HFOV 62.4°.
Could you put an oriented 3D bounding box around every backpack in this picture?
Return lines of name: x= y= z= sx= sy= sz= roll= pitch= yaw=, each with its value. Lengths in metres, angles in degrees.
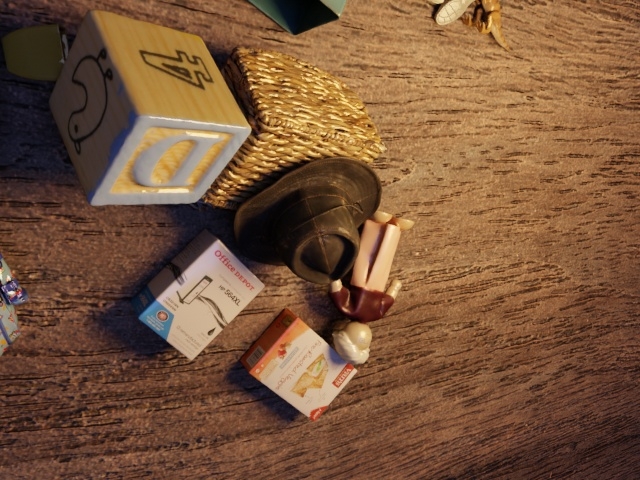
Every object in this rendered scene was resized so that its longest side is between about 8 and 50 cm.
backpack: x=-0.524 y=0.098 z=0.815 sx=0.117 sy=0.158 sz=0.173 roll=-37 pitch=118 yaw=-33

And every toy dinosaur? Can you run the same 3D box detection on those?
toy dinosaur: x=0.385 y=-0.499 z=1.187 sx=0.112 sy=0.064 sz=0.212 roll=-36 pitch=119 yaw=-16

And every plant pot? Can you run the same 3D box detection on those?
plant pot: x=-0.022 y=-0.516 z=0.906 sx=0.165 sy=0.165 sz=0.234 roll=28 pitch=83 yaw=-32
plant pot: x=-0.429 y=-0.282 z=0.800 sx=0.083 sy=0.081 sz=0.081 roll=-7 pitch=109 yaw=-15

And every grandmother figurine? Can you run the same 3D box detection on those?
grandmother figurine: x=0.102 y=0.107 z=1.179 sx=0.207 sy=0.104 sz=0.343 roll=14 pitch=90 yaw=-23

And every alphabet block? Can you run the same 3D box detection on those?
alphabet block: x=-0.256 y=-0.186 z=0.789 sx=0.193 sy=0.197 sz=0.192 roll=-5 pitch=149 yaw=-50

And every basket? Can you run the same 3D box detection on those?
basket: x=-0.076 y=-0.192 z=0.968 sx=0.299 sy=0.213 sz=0.223 roll=4 pitch=142 yaw=-42

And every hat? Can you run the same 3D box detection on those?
hat: x=0.000 y=0.000 z=0.990 sx=0.331 sy=0.134 sz=0.331 roll=-20 pitch=152 yaw=-11

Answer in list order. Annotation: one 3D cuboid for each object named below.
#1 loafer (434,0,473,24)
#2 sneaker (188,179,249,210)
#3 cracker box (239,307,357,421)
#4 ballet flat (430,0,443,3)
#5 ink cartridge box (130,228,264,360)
loafer: x=0.297 y=-0.518 z=1.145 sx=0.125 sy=0.039 sz=0.045 roll=-38 pitch=130 yaw=11
sneaker: x=-0.207 y=-0.094 z=0.985 sx=0.214 sy=0.084 sz=0.083 roll=15 pitch=121 yaw=-33
cracker box: x=-0.044 y=0.282 z=1.189 sx=0.156 sy=0.067 sz=0.232 roll=-49 pitch=122 yaw=-7
ballet flat: x=0.259 y=-0.548 z=1.104 sx=0.221 sy=0.077 sz=0.079 roll=-36 pitch=141 yaw=-15
ink cartridge box: x=-0.233 y=0.102 z=1.018 sx=0.203 sy=0.086 sz=0.148 roll=-46 pitch=121 yaw=-8
